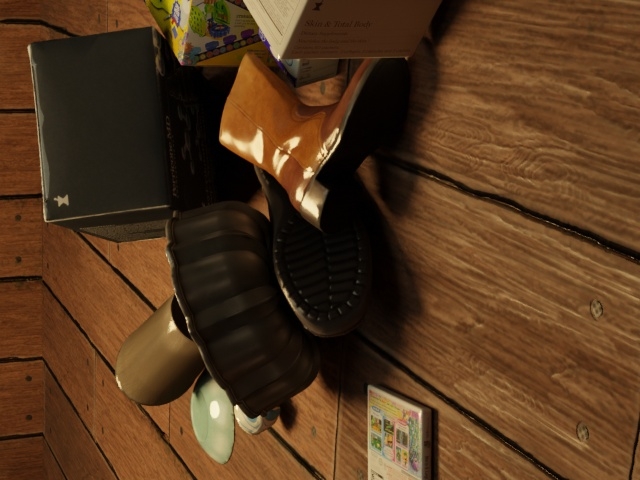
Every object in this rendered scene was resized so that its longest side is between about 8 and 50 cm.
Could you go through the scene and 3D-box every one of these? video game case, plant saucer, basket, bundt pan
[{"bbox_3d":[0.104,0.277,1.584,0.157,0.019,0.143,-166,74,-66],"label":"video game case"},{"bbox_3d":[-0.214,0.332,2.274,0.195,0.037,0.195,176,90,-67],"label":"plant saucer"},{"bbox_3d":[-0.261,0.183,2.209,0.154,0.204,0.227,43,140,-1],"label":"basket"},{"bbox_3d":[-0.096,0.085,1.736,0.331,0.124,0.331,-23,-90,-79],"label":"bundt pan"}]

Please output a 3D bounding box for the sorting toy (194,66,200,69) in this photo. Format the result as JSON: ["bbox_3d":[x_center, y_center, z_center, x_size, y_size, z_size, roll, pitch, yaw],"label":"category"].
[{"bbox_3d":[-0.258,-0.202,2.264,0.126,0.127,0.365,-14,82,35],"label":"sorting toy"}]

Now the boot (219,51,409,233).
[{"bbox_3d":[-0.015,-0.185,1.616,0.280,0.096,0.264,44,128,41],"label":"boot"}]

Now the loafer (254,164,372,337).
[{"bbox_3d":[0.000,0.000,1.683,0.130,0.134,0.366,73,-178,-48],"label":"loafer"}]

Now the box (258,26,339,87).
[{"bbox_3d":[-0.028,-0.311,1.683,0.126,0.072,0.137,57,154,31],"label":"box"}]

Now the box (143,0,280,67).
[{"bbox_3d":[-0.158,-0.464,1.876,0.290,0.177,0.279,-123,38,-47],"label":"box"}]

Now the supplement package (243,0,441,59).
[{"bbox_3d":[0.039,-0.371,1.370,0.198,0.199,0.263,60,140,30],"label":"supplement package"}]

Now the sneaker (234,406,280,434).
[{"bbox_3d":[-0.113,0.210,1.999,0.086,0.085,0.237,-39,50,30],"label":"sneaker"}]

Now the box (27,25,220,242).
[{"bbox_3d":[-0.318,-0.165,2.031,0.395,0.212,0.293,30,-127,-81],"label":"box"}]
